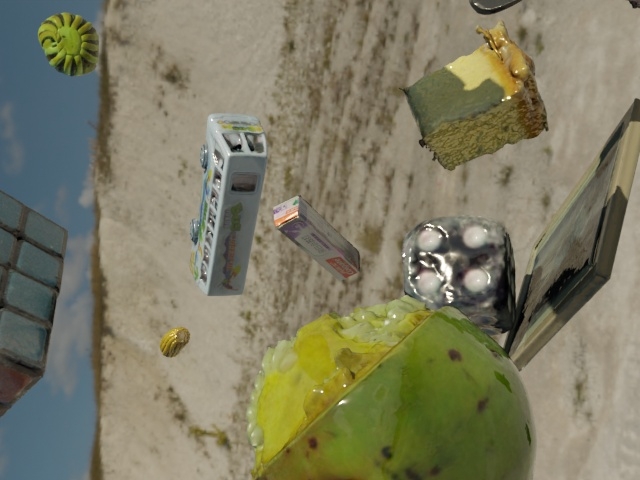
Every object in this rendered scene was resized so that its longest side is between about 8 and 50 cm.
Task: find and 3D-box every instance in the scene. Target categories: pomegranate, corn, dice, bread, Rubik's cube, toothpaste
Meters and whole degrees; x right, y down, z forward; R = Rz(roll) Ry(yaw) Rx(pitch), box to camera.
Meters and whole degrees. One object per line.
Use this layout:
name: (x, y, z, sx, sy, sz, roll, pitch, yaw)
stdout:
pomegranate: (0.079, 0.173, 0.642, 0.340, 0.260, 0.261, -9, -71, -55)
corn: (-0.221, 0.153, 1.047, 0.092, 0.037, 0.037, 142, 137, -57)
dice: (0.248, 0.068, 1.225, 0.181, 0.183, 0.182, 49, -139, -61)
bread: (0.184, -0.141, 0.783, 0.152, 0.147, 0.127, 49, -156, -37)
bread: (-0.560, -0.438, 1.545, 0.071, 0.129, 0.139, -171, 75, -75)
Rubik's cube: (-0.620, 0.099, 1.008, 0.343, 0.344, 0.337, -39, 39, 19)
toothpaste: (0.000, 0.000, 1.040, 0.196, 0.047, 0.040, 42, -151, -50)

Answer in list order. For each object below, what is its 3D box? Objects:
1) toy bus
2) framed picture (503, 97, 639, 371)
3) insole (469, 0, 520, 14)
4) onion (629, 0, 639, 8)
toy bus: (-0.169, -0.058, 1.265, 0.136, 0.108, 0.330, -119, 36, -52)
framed picture: (0.398, 0.028, 1.133, 0.446, 0.028, 0.326, 99, -165, -59)
insole: (0.333, -0.368, 0.864, 0.012, 0.309, 0.110, 46, -158, -54)
onion: (0.699, -0.505, 1.251, 0.111, 0.250, 0.248, -75, 5, -55)
